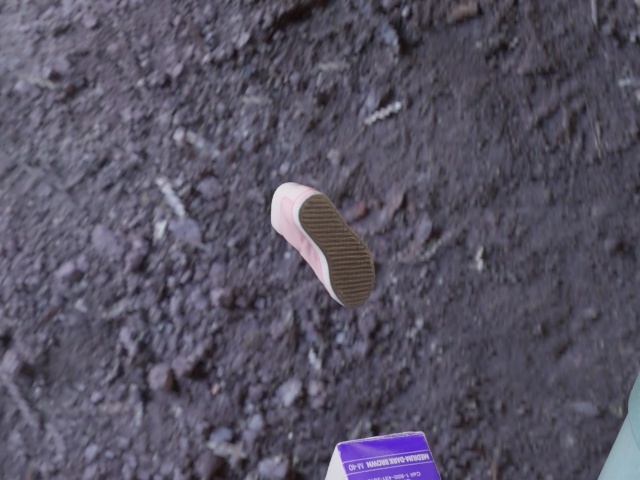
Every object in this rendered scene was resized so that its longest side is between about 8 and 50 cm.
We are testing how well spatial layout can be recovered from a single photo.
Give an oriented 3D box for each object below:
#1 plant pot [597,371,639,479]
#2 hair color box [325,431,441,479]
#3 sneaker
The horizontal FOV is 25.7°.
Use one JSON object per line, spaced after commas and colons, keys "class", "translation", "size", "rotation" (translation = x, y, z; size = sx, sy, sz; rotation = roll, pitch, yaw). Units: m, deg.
{"class": "plant pot", "translation": [0.424, 0.296, 1.462], "size": [0.341, 0.341, 0.334], "rotation": [21, 119, -3]}
{"class": "hair color box", "translation": [0.089, 0.384, 1.396], "size": [0.110, 0.339, 0.185], "rotation": [-6, 140, -19]}
{"class": "sneaker", "translation": [0.000, 0.000, 1.276], "size": [0.051, 0.070, 0.134], "rotation": [-41, 125, -15]}
